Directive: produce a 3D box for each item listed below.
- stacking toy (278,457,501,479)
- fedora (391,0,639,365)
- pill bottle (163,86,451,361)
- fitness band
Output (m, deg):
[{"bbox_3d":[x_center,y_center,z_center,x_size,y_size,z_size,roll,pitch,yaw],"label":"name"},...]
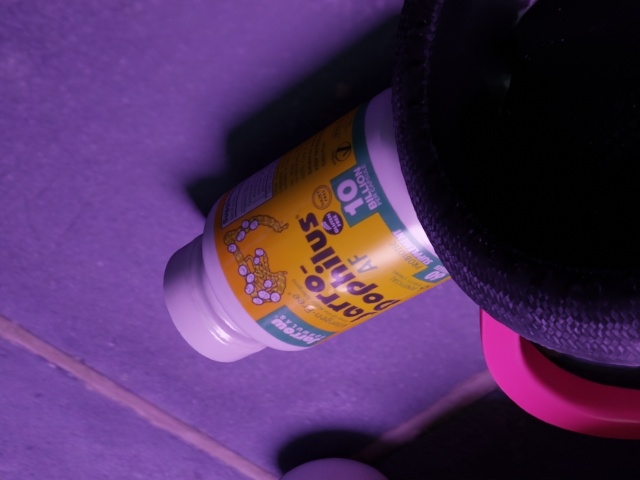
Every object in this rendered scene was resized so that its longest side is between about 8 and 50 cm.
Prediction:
[{"bbox_3d":[0.149,0.301,0.793,0.480,0.350,0.351,20,138,28],"label":"stacking toy"},{"bbox_3d":[0.194,-0.094,0.491,0.152,0.334,0.334,9,142,-42],"label":"fedora"},{"bbox_3d":[0.000,0.000,0.665,0.208,0.118,0.117,-29,122,32],"label":"pill bottle"},{"bbox_3d":[0.212,0.026,0.704,0.209,0.054,0.291,4,132,10],"label":"fitness band"}]
